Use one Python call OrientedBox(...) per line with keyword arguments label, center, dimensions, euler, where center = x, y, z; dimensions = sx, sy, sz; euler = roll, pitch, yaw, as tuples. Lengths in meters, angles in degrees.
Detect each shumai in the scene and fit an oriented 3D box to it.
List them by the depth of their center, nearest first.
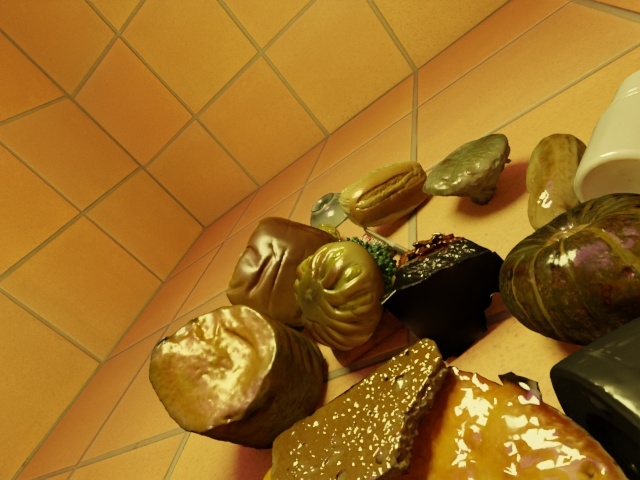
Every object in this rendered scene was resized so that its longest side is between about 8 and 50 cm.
OrientedBox(label="shumai", center=(0.329, -0.134, 0.876), dimensions=(0.201, 0.120, 0.201), euler=(-35, 18, 13))

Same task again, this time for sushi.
OrientedBox(label="sushi", center=(0.202, 0.067, 0.673), dimensions=(0.172, 0.153, 0.150), euler=(-46, 11, 8))

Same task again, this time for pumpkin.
OrientedBox(label="pumpkin", center=(0.339, 0.042, 0.475), dimensions=(0.218, 0.162, 0.219), euler=(-31, -2, -1))

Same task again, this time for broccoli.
OrientedBox(label="broccoli", center=(0.098, 0.086, 0.876), dimensions=(0.220, 0.194, 0.194), euler=(-61, 14, 20))

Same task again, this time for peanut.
OrientedBox(label="peanut", center=(0.409, -0.096, 0.694), dimensions=(0.108, 0.095, 0.226), euler=(101, -169, -54))

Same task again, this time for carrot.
OrientedBox(label="carrot", center=(0.117, 0.166, 0.769), dimensions=(0.209, 0.061, 0.061), euler=(-35, 21, 11))
OrientedBox(label="carrot", center=(-0.128, 0.268, 0.776), dimensions=(0.241, 0.341, 0.242), euler=(-13, 56, 21))

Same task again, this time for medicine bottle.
OrientedBox(label="medicine bottle", center=(0.484, -0.150, 0.602), dimensions=(0.139, 0.139, 0.237), euler=(-11, 37, 55))

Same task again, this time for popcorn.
OrientedBox(label="popcorn", center=(0.000, 0.000, 1.234), dimensions=(0.120, 0.106, 0.116), euler=(-26, 35, 37))

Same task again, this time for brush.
OrientedBox(label="brush", center=(0.170, 0.027, 0.938), dimensions=(0.050, 0.060, 0.321), euler=(-55, 20, 1))

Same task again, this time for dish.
OrientedBox(label="dish", center=(0.021, -0.100, 1.435), dimensions=(0.224, 0.078, 0.246), euler=(-10, 37, 53))

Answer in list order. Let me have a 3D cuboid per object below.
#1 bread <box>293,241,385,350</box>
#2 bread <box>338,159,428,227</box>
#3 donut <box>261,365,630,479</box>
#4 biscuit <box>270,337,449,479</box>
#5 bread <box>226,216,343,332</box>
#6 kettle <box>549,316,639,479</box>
OrientedBox(label="bread", center=(0.022, 0.101, 0.724), dimensions=(0.104, 0.214, 0.213), euler=(-2, -8, -37))
OrientedBox(label="bread", center=(0.175, -0.121, 1.064), dimensions=(0.236, 0.140, 0.106), euler=(-28, 17, -8))
OrientedBox(label="donut", center=(0.102, 0.325, 0.326), dimensions=(0.377, 0.163, 0.435), euler=(-33, 20, 22))
OrientedBox(label="biscuit", center=(0.042, 0.204, 0.421), dimensions=(0.236, 0.026, 0.131), euler=(-36, 19, 8))
OrientedBox(label="bread", center=(-0.079, 0.086, 0.996), dimensions=(0.225, 0.250, 0.279), euler=(102, -174, -65))
OrientedBox(label="kettle", center=(0.360, 0.128, 0.244), dimensions=(0.290, 0.207, 0.268), euler=(-31, 50, 3))
